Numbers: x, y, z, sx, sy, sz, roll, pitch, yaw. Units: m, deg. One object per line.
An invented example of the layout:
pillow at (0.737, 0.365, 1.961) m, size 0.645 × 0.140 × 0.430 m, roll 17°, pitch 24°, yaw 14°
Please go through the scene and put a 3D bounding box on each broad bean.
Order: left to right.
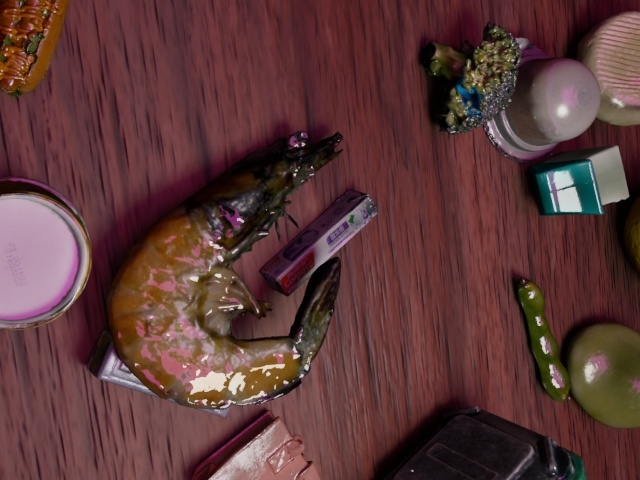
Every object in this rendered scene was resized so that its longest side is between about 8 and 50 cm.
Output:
broad bean at (0.399, 0.175, 1.168) m, size 0.052 × 0.053 × 0.256 m, roll -17°, pitch 102°, yaw 12°
broad bean at (0.569, 0.260, 1.240) m, size 0.263 × 0.121 × 0.189 m, roll 26°, pitch 84°, yaw -12°

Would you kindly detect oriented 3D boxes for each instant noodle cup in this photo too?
instant noodle cup at (-0.334, 0.017, 0.711) m, size 0.182 × 0.144 × 0.182 m, roll -1°, pitch 92°, yaw -28°

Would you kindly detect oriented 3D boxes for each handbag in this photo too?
handbag at (-0.066, 0.367, 0.916) m, size 0.157 × 0.059 × 0.212 m, roll -35°, pitch 107°, yaw -23°

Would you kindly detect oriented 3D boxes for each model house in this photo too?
model house at (0.438, -0.096, 1.137) m, size 0.149 × 0.127 × 0.100 m, roll -22°, pitch 102°, yaw -29°

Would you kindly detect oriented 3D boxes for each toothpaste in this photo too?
toothpaste at (0.000, 0.000, 0.951) m, size 0.196 × 0.047 × 0.040 m, roll -43°, pitch 125°, yaw -21°

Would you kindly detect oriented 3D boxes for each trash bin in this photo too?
trash bin at (0.271, 0.492, 0.997) m, size 0.295 × 0.259 × 0.381 m, roll -37°, pitch 111°, yaw -23°

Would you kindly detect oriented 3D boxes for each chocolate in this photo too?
chocolate at (0.390, -0.243, 1.095) m, size 0.221 × 0.147 × 0.221 m, roll 1°, pitch 87°, yaw -26°

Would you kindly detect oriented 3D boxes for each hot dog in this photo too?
hot dog at (-0.335, -0.259, 0.751) m, size 0.072 × 0.055 × 0.188 m, roll 15°, pitch 86°, yaw -27°

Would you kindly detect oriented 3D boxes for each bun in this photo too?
bun at (0.556, -0.308, 1.204) m, size 0.223 × 0.127 × 0.222 m, roll 1°, pitch 81°, yaw -6°

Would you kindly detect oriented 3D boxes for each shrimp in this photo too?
shrimp at (-0.070, 0.020, 0.850) m, size 0.272 × 0.085 × 0.445 m, roll 40°, pitch 61°, yaw -6°

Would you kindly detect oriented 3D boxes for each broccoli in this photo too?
broccoli at (0.232, -0.258, 1.032) m, size 0.160 × 0.167 × 0.154 m, roll 27°, pitch 43°, yaw 0°

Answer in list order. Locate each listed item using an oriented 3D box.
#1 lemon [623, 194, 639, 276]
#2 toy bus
lemon at (0.711, -0.001, 1.222) m, size 0.267 × 0.267 × 0.267 m, roll -1°, pitch 92°, yaw -29°
toy bus at (-0.194, 0.171, 0.831) m, size 0.191 × 0.075 × 0.064 m, roll 26°, pitch 79°, yaw -26°
